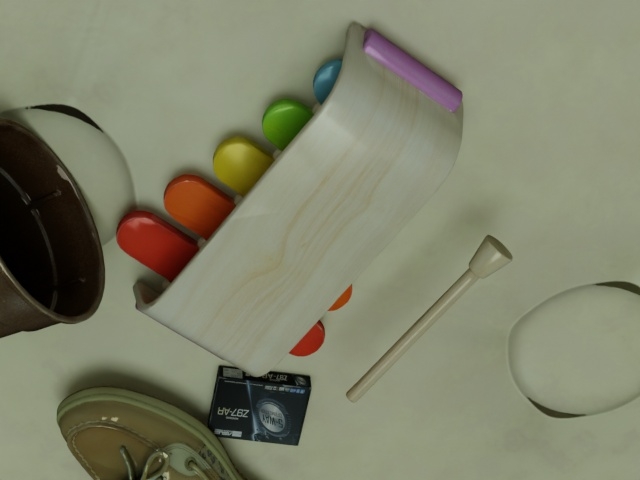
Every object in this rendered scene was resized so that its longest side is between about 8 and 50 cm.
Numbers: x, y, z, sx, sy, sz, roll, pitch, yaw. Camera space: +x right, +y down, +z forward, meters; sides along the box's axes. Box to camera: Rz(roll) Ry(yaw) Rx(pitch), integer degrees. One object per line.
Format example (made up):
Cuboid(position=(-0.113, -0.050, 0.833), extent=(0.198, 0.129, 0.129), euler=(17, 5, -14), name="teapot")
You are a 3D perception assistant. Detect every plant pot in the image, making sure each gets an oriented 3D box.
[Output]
Cuboid(position=(-0.280, 0.016, 1.137), extent=(0.165, 0.167, 0.167), euler=(-25, 120, 19), name="plant pot")

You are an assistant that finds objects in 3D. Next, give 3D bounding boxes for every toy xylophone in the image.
Cuboid(position=(0.000, 0.000, 1.186), extent=(0.323, 0.081, 0.236), euler=(-40, 116, 19), name="toy xylophone")

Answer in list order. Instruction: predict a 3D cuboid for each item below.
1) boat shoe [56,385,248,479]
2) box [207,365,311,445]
Cuboid(position=(-0.120, 0.233, 1.305), extent=(0.104, 0.089, 0.285), euler=(-32, 120, 31), name="boat shoe")
Cuboid(position=(-0.055, 0.146, 1.309), extent=(0.083, 0.018, 0.067), euler=(8, 120, -9), name="box")
